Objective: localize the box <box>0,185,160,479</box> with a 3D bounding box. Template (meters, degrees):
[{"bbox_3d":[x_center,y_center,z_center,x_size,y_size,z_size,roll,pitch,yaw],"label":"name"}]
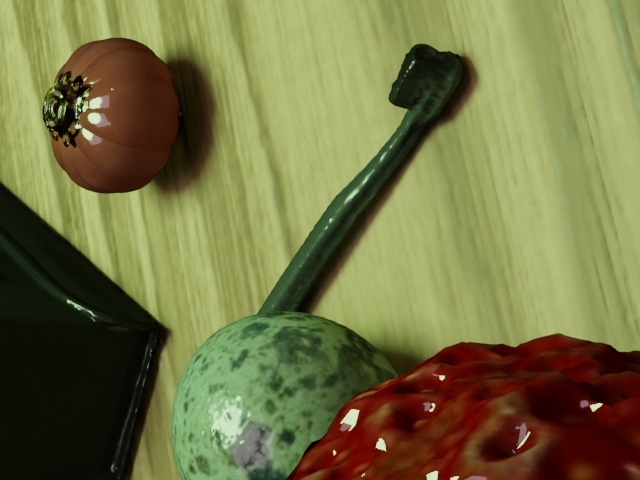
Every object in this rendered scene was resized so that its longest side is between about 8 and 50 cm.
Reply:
[{"bbox_3d":[-0.310,0.102,1.199,0.345,0.204,0.251,34,114,47],"label":"box"}]

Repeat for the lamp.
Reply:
[{"bbox_3d":[-0.141,-0.084,1.087,0.107,0.092,0.107,-7,81,53],"label":"lamp"}]

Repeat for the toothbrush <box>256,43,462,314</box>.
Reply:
[{"bbox_3d":[0.000,0.000,0.957,0.297,0.031,0.030,-57,21,34],"label":"toothbrush"}]

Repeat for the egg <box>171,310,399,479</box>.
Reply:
[{"bbox_3d":[-0.019,0.104,0.891,0.172,0.132,0.132,37,117,60],"label":"egg"}]

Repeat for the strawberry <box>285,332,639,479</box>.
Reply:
[{"bbox_3d":[0.118,0.171,0.603,0.310,0.292,0.291,-32,63,54],"label":"strawberry"}]
